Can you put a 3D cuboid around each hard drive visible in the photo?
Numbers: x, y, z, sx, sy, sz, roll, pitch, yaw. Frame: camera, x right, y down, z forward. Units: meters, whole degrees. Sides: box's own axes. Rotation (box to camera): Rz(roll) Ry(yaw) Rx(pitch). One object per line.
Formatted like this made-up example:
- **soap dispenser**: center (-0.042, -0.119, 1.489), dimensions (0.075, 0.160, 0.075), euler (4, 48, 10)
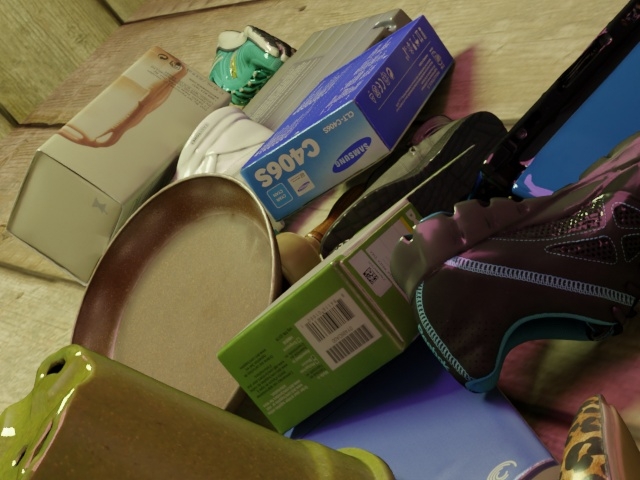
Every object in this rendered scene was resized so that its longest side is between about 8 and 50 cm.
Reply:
- **hard drive**: center (0.063, 0.187, 1.334), dimensions (0.210, 0.040, 0.319), euler (-40, 20, 2)

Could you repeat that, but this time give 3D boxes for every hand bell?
- **hand bell**: center (0.000, 0.000, 1.789), dimensions (0.126, 0.126, 0.242), euler (-18, 17, 47)

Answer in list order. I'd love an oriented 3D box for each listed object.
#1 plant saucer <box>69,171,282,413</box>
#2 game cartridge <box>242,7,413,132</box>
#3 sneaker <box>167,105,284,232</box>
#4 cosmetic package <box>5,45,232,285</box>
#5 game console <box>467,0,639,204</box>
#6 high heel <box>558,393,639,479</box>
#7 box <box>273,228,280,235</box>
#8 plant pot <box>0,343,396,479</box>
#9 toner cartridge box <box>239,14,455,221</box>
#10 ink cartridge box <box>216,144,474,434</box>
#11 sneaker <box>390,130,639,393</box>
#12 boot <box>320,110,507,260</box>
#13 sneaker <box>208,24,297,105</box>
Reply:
- **plant saucer**: center (-0.139, 0.084, 1.658), dimensions (0.310, 0.050, 0.311), euler (-26, 52, 38)
- **game cartridge**: center (-0.040, -0.161, 2.214), dimensions (0.355, 0.068, 0.230), euler (-50, 18, -24)
- **sneaker**: center (-0.138, -0.008, 1.981), dimensions (0.152, 0.114, 0.305), euler (29, 89, 26)
- **cosmetic package**: center (-0.246, -0.098, 2.061), dimensions (0.153, 0.129, 0.296), euler (-59, -4, 38)
- **game console**: center (0.295, -0.102, 1.538), dimensions (0.293, 0.173, 0.250), euler (-46, -10, -15)
- **high heel**: center (0.129, 0.215, 1.073), dimensions (0.186, 0.093, 0.261), euler (-25, 33, 21)
- **box**: center (-0.123, 0.096, 1.822), dimensions (0.100, 0.060, 0.244), euler (-14, 33, 51)
- **plant pot**: center (-0.124, 0.213, 1.221), dimensions (0.276, 0.254, 0.276), euler (-47, 20, 23)
- **toner cartridge box**: center (0.039, -0.148, 1.926), dimensions (0.165, 0.075, 0.348), euler (-32, 10, 26)
- **ink cartridge box**: center (0.052, 0.039, 1.493), dimensions (0.189, 0.097, 0.255), euler (-39, 1, 43)
- **sneaker**: center (0.234, 0.008, 1.315), dimensions (0.340, 0.125, 0.140), euler (-24, 66, 2)
- **boot**: center (0.083, -0.045, 1.749), dimensions (0.246, 0.083, 0.161), euler (-40, 13, -15)
- **sneaker**: center (-0.098, -0.250, 2.483), dimensions (0.110, 0.107, 0.275), euler (-65, 20, -8)
